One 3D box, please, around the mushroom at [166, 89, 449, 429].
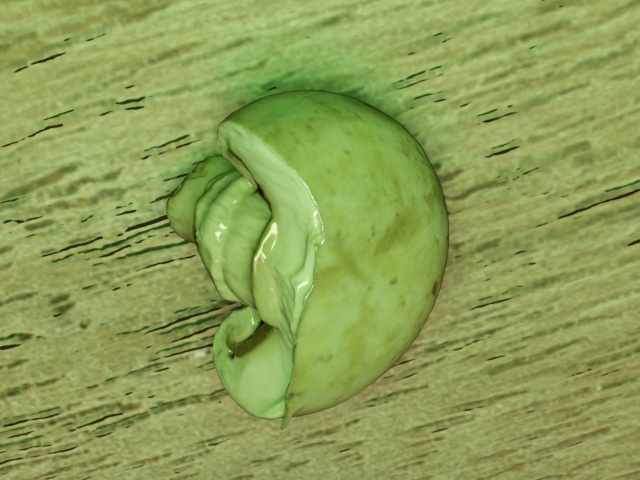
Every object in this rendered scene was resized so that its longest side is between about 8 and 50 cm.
[{"bbox_3d":[0.000,0.000,1.094,0.189,0.195,0.253,-11,119,-34],"label":"mushroom"}]
